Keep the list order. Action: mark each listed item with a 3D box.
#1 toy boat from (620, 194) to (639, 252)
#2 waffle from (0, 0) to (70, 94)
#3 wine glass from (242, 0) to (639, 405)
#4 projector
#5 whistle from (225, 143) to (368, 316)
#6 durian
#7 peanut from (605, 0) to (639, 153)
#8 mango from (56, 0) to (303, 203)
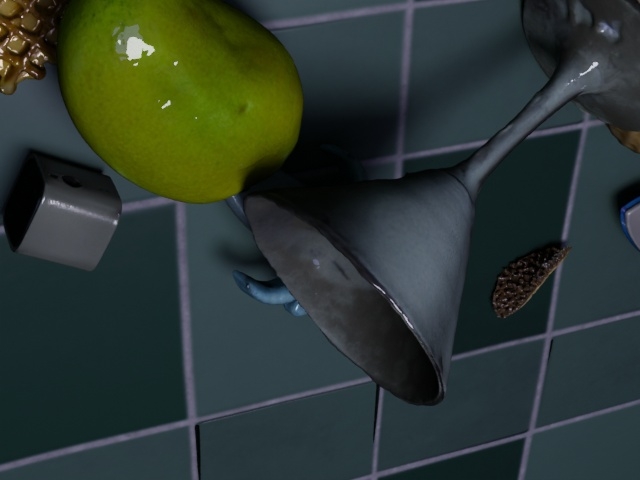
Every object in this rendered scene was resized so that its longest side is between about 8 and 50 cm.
[{"bbox_3d":[0.494,-0.010,1.455,0.295,0.088,0.129,12,116,-32],"label":"toy boat"},{"bbox_3d":[-0.280,-0.218,0.971,0.191,0.038,0.191,-13,127,-18],"label":"waffle"},{"bbox_3d":[0.151,-0.068,1.107,0.406,0.267,0.267,-43,132,-18],"label":"wine glass"},{"bbox_3d":[-0.251,-0.027,1.086,0.082,0.083,0.083,17,113,-34],"label":"projector"},{"bbox_3d":[0.000,0.000,1.224,0.274,0.093,0.186,37,86,-36],"label":"whistle"},{"bbox_3d":[0.269,0.053,1.413,0.130,0.052,0.066,-47,131,9],"label":"durian"},{"bbox_3d":[0.367,-0.210,1.208,0.143,0.159,0.291,-40,132,-22],"label":"peanut"},{"bbox_3d":[-0.133,-0.135,1.016,0.273,0.149,0.185,21,112,-47],"label":"mango"}]
